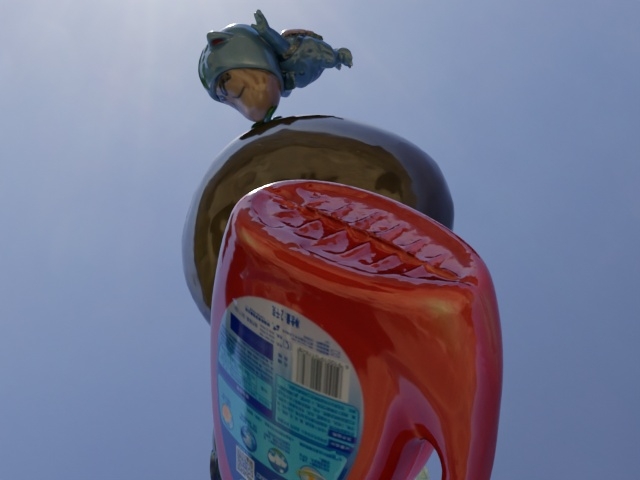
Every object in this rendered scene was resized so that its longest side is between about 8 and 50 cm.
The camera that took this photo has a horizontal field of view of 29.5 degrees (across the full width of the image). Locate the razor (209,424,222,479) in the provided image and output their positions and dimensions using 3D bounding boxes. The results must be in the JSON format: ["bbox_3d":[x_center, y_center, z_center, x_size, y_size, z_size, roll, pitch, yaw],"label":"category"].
[{"bbox_3d":[-0.027,0.064,0.495,0.028,0.044,0.154,-8,-147,12],"label":"razor"}]

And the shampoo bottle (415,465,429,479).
[{"bbox_3d":[0.007,0.207,1.065,0.041,0.191,0.069,51,-52,53],"label":"shampoo bottle"}]

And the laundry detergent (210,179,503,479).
[{"bbox_3d":[0.007,0.069,0.363,0.097,0.049,0.165,27,-53,36],"label":"laundry detergent"}]

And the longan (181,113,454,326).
[{"bbox_3d":[0.000,0.000,1.287,0.300,0.243,0.300,-14,-121,26],"label":"longan"}]

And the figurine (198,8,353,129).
[{"bbox_3d":[-0.051,-0.188,1.423,0.178,0.114,0.144,-10,-99,-16],"label":"figurine"}]
